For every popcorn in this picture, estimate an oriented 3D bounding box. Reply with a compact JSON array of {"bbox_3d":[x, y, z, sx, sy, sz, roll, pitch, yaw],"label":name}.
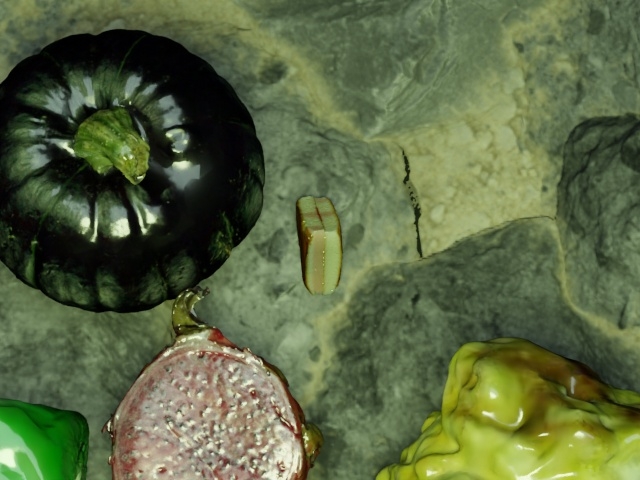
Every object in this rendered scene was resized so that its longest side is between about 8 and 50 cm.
[{"bbox_3d":[0.201,0.263,1.745,0.312,0.312,0.312,2,73,-6],"label":"popcorn"}]

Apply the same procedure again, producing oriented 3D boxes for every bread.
[{"bbox_3d":[0.000,0.000,1.908,0.043,0.062,0.109,-3,77,-9],"label":"bread"}]

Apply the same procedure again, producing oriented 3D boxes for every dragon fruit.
[{"bbox_3d":[-0.103,0.195,1.805,0.211,0.147,0.282,-8,75,1],"label":"dragon fruit"}]

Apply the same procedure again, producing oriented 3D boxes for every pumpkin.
[{"bbox_3d":[-0.208,-0.081,1.796,0.296,0.296,0.296,2,73,-6],"label":"pumpkin"}]

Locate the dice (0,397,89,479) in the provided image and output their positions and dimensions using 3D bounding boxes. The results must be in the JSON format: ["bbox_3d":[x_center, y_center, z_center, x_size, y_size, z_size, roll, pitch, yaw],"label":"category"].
[{"bbox_3d":[-0.369,0.286,1.656,0.300,0.297,0.287,4,75,-6],"label":"dice"}]
